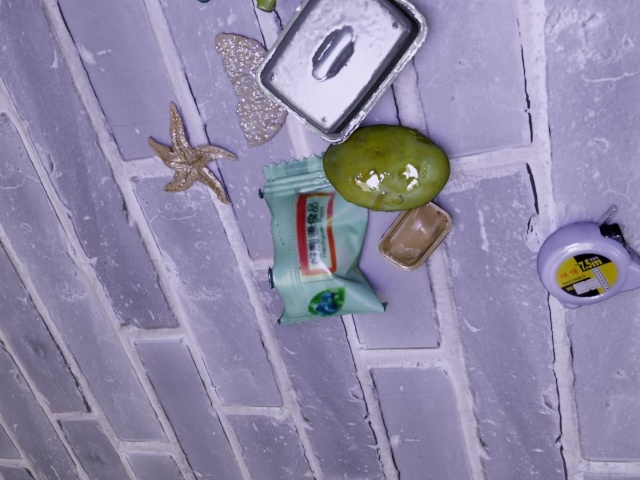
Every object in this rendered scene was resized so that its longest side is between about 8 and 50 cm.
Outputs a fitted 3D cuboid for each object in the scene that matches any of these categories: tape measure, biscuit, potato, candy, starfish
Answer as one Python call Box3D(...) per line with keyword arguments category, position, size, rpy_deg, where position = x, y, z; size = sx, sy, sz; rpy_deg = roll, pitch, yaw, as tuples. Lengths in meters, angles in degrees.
Box3D(category="tape measure", position=(0.543, 0.042, 1.133), size=(0.196, 0.105, 0.178), rpy_deg=(-24, 115, 29))
Box3D(category="biscuit", position=(-0.134, -0.329, 1.192), size=(0.133, 0.032, 0.249), rpy_deg=(-6, 114, 20))
Box3D(category="potato", position=(0.131, -0.144, 1.117), size=(0.254, 0.186, 0.148), rpy_deg=(15, 165, 16))
Box3D(category="candy", position=(0.002, -0.002, 1.275), size=(0.263, 0.172, 0.397), rpy_deg=(-6, 95, 10))
Box3D(category="starfish", position=(-0.314, -0.188, 1.326), size=(0.236, 0.062, 0.277), rpy_deg=(-17, 115, 31))

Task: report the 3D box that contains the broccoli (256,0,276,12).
Box3D(category="broccoli", position=(-0.076, -0.492, 1.000), size=(0.167, 0.154, 0.160), rpy_deg=(25, 106, 12))

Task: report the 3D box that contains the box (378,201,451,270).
Box3D(category="box", position=(0.205, -0.016, 1.208), size=(0.111, 0.111, 0.177), rpy_deg=(32, 122, -1))

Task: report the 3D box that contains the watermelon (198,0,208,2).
Box3D(category="watermelon", position=(-0.297, -0.586, 1.019), size=(0.293, 0.283, 0.250), rpy_deg=(15, 109, 40))

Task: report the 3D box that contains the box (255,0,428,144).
Box3D(category="box", position=(0.036, -0.343, 1.021), size=(0.221, 0.166, 0.290), rpy_deg=(38, 110, -3))
